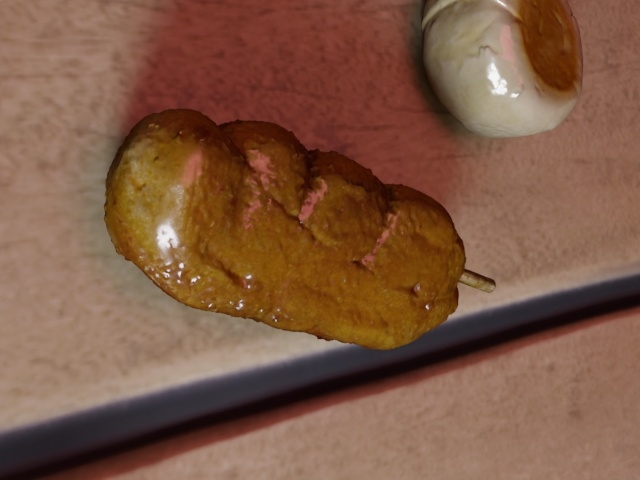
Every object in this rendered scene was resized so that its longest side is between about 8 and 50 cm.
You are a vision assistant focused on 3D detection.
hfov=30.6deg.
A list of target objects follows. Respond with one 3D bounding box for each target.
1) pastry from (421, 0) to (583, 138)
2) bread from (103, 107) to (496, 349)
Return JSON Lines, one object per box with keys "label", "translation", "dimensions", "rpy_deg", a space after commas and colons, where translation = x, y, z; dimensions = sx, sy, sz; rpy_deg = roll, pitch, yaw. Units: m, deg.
{"label": "pastry", "translation": [0.150, -0.159, 0.956], "dimensions": [0.156, 0.092, 0.157], "rpy_deg": [5, 83, -45]}
{"label": "bread", "translation": [0.002, 0.001, 0.787], "dimensions": [0.344, 0.084, 0.124], "rpy_deg": [17, 94, -43]}
